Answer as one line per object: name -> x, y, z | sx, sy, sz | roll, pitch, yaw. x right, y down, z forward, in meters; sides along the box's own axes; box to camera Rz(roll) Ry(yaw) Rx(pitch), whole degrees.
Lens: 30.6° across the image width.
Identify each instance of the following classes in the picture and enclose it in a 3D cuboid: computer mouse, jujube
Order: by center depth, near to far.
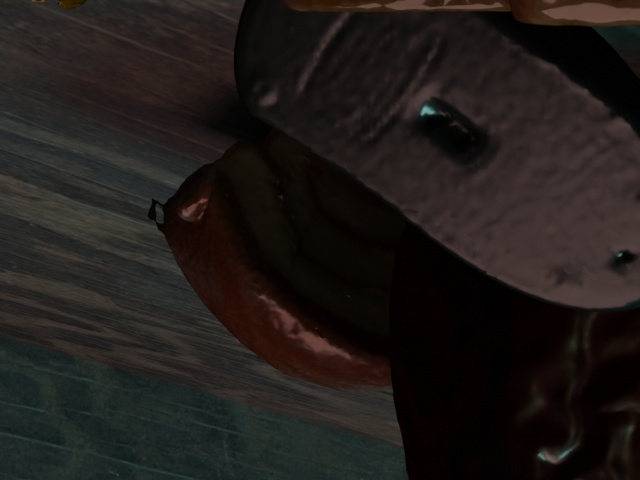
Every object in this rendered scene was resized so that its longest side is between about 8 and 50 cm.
computer mouse -> 0.084, -0.070, 0.618 | 0.270, 0.086, 0.137 | 35, 123, -3
jujube -> 0.150, 0.083, 0.755 | 0.223, 0.318, 0.223 | 2, 174, 0

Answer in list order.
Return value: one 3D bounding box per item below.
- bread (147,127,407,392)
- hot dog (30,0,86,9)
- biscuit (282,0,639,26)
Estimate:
bread -> -0.004, 0.010, 0.886 | 0.244, 0.190, 0.123 | 25, 150, -18
hot dog -> -0.156, -0.172, 0.615 | 0.071, 0.045, 0.165 | 15, 165, 1
biscuit -> 0.150, -0.096, 0.361 | 0.284, 0.043, 0.306 | -11, -161, -29
